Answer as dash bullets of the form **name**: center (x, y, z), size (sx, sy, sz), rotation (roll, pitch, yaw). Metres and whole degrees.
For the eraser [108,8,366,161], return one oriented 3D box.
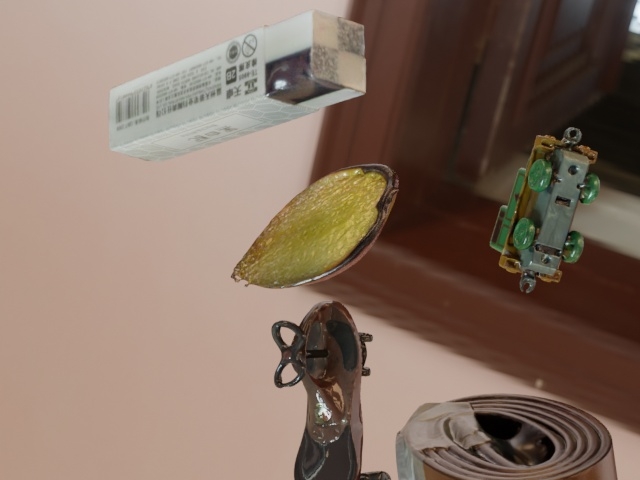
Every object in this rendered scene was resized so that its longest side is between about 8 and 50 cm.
- **eraser**: center (-0.114, -0.192, 2.077), size (0.096, 0.098, 0.404), rotation (12, 162, -42)

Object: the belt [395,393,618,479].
- **belt**: center (0.207, 0.271, 1.833), size (0.217, 0.122, 0.339), rotation (-15, -167, -17)

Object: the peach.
- **peach**: center (0.003, 0.002, 2.275), size (0.068, 0.279, 0.189), rotation (47, -155, -32)

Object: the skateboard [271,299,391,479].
- **skateboard**: center (0.000, 0.119, 1.190), size (0.067, 0.151, 0.080), rotation (-9, 172, 35)

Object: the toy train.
- **toy train**: center (0.295, -0.043, 2.186), size (0.091, 0.227, 0.136), rotation (14, -177, -20)
